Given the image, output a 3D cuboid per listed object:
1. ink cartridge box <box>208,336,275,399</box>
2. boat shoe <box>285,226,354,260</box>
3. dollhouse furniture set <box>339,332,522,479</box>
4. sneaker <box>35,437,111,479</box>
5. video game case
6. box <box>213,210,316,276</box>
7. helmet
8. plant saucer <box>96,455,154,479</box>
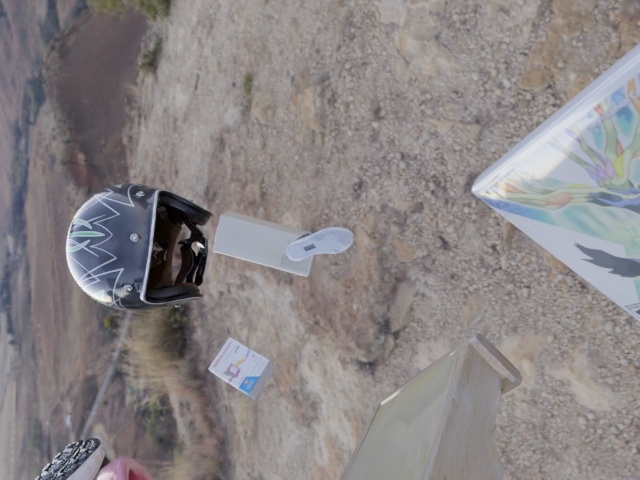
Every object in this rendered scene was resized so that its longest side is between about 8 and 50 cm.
[{"bbox_3d":[-0.180,0.291,1.239,0.122,0.052,0.088,23,69,27],"label":"ink cartridge box"},{"bbox_3d":[0.000,0.000,0.973,0.142,0.040,0.049,-15,112,32],"label":"boat shoe"},{"bbox_3d":[0.203,0.329,0.500,0.394,0.256,0.362,44,123,1],"label":"dollhouse furniture set"},{"bbox_3d":[-0.382,0.402,0.732,0.100,0.271,0.108,-10,114,40],"label":"sneaker"},{"bbox_3d":[0.337,-0.026,0.501,0.036,0.300,0.329,-52,-1,-20],"label":"video game case"},{"bbox_3d":[-0.145,0.007,1.494,0.094,0.275,0.113,-55,-20,-77],"label":"box"},{"bbox_3d":[-0.222,0.008,0.657,0.169,0.161,0.169,-10,75,38],"label":"helmet"},{"bbox_3d":[-0.166,0.394,0.561,0.332,0.084,0.332,53,160,29],"label":"plant saucer"}]
